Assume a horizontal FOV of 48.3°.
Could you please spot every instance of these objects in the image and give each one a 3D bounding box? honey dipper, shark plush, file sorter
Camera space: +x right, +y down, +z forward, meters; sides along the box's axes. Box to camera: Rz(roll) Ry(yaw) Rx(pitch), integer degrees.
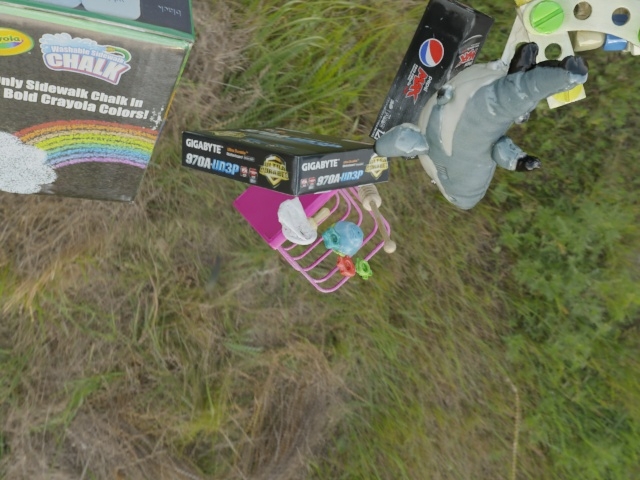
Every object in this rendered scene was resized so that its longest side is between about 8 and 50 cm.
[{"bbox_3d":[0.085,-0.031,1.046,0.030,0.161,0.030,-5,127,-7],"label":"honey dipper"},{"bbox_3d":[0.099,-0.064,0.386,0.073,0.161,0.067,-33,89,-29],"label":"shark plush"},{"bbox_3d":[-0.018,-0.048,1.460,0.202,0.290,0.182,-43,117,-3],"label":"file sorter"}]

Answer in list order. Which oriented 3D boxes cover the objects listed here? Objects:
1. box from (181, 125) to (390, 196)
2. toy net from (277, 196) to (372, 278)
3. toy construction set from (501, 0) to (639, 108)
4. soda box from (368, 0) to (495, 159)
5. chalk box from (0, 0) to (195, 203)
[{"bbox_3d":[-0.047,-0.109,0.930,0.175,0.220,0.051,-13,112,-45],"label":"box"},{"bbox_3d":[0.000,0.000,1.234,0.232,0.045,0.122,18,59,-45],"label":"toy net"},{"bbox_3d":[0.247,-0.290,0.638,0.215,0.151,0.328,-6,121,14],"label":"toy construction set"},{"bbox_3d":[0.119,-0.173,0.772,0.053,0.060,0.169,-14,135,-52],"label":"soda box"},{"bbox_3d":[-0.213,-0.187,0.588,0.180,0.179,0.289,5,147,-25],"label":"chalk box"}]
